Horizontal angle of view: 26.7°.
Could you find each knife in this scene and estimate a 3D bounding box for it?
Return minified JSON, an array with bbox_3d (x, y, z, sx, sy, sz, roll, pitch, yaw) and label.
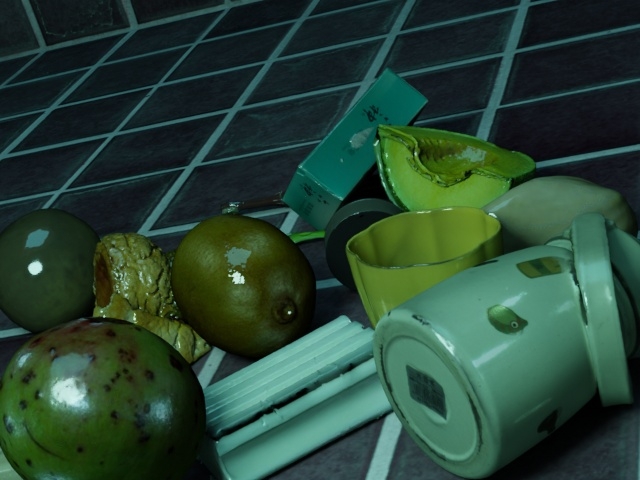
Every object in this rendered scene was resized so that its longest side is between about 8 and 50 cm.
[{"bbox_3d":[-0.001,-0.002,2.163,0.166,0.022,0.078,-7,31,27],"label":"knife"}]

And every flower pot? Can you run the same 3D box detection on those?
[{"bbox_3d":[0.141,0.072,1.678,0.195,0.179,0.195,-10,19,4],"label":"flower pot"}]

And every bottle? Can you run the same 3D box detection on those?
[{"bbox_3d":[0.259,0.104,1.518,0.351,0.229,0.229,-26,24,-26],"label":"bottle"}]

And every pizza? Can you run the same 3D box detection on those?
[{"bbox_3d":[-0.240,0.150,1.910,0.194,0.154,0.069,-4,-13,-42],"label":"pizza"}]

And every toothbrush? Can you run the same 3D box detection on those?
[{"bbox_3d":[-0.009,-0.080,2.315,0.364,0.041,0.041,-8,25,21],"label":"toothbrush"}]

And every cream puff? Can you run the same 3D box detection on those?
[{"bbox_3d":[-0.245,0.074,2.020,0.169,0.183,0.183,-6,18,-21],"label":"cream puff"}]

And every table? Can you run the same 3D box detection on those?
[{"bbox_3d":[0.072,0.008,1.943,0.133,0.133,0.043,-16,25,6],"label":"table"}]

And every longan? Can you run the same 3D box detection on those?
[{"bbox_3d":[-0.439,0.045,2.166,0.196,0.196,0.220,-17,12,4],"label":"longan"}]

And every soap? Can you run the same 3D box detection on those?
[{"bbox_3d":[-0.038,0.201,1.659,0.261,0.094,0.150,-27,20,-17],"label":"soap"}]

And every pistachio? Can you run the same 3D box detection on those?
[{"bbox_3d":[0.307,-0.012,1.796,0.238,0.138,0.153,4,57,-8],"label":"pistachio"}]

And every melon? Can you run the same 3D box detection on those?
[{"bbox_3d":[0.219,-0.088,2.077,0.265,0.129,0.169,24,24,38],"label":"melon"}]

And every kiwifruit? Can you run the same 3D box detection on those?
[{"bbox_3d":[-0.104,0.065,1.873,0.196,0.196,0.234,-28,32,-21],"label":"kiwifruit"}]

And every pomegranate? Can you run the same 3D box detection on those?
[{"bbox_3d":[-0.237,0.237,1.521,0.242,0.306,0.242,-16,-5,-1],"label":"pomegranate"}]

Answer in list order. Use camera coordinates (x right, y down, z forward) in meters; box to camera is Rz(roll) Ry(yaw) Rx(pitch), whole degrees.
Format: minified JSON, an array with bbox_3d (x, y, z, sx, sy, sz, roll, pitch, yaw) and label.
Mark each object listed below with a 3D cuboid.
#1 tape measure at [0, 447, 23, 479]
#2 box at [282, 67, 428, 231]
[{"bbox_3d":[-0.414,0.269,1.724,0.271,0.133,0.231,-16,23,10],"label":"tape measure"},{"bbox_3d":[0.056,-0.146,2.188,0.245,0.092,0.153,-49,-4,-22],"label":"box"}]
